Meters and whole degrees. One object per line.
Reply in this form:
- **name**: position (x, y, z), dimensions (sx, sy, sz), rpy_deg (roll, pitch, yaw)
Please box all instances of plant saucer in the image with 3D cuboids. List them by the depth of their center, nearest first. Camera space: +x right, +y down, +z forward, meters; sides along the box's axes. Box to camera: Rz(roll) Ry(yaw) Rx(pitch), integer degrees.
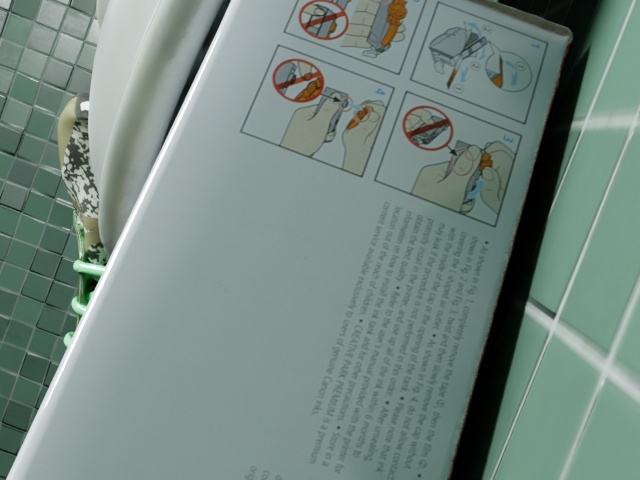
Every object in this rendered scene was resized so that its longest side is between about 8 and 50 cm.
- **plant saucer**: position (-0.017, -0.165, 0.640), dimensions (0.400, 0.100, 0.400), rpy_deg (-54, -7, -10)

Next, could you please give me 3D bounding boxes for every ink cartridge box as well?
- **ink cartridge box**: position (-0.031, 0.085, 0.480), dimensions (0.272, 0.130, 0.309), rpy_deg (111, 179, -62)

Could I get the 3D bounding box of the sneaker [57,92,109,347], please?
- **sneaker**: position (-0.147, 0.079, 0.960), dimensions (0.182, 0.158, 0.410), rpy_deg (-59, -31, -49)
